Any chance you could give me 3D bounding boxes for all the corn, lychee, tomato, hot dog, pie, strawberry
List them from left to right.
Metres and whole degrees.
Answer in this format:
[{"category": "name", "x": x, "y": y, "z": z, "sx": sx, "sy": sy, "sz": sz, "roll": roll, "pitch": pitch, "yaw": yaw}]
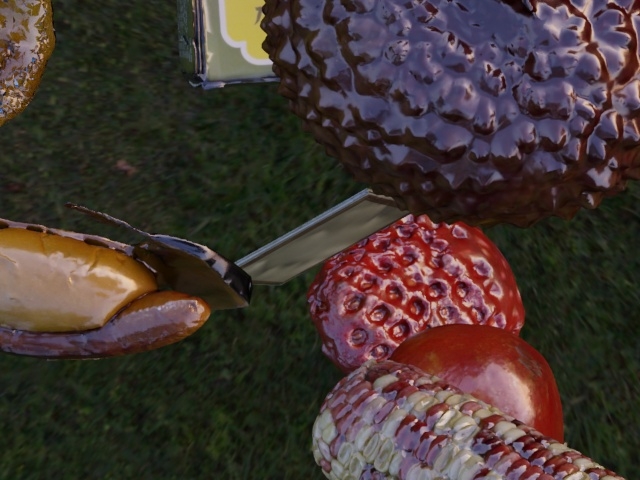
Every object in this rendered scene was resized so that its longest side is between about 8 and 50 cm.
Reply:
[{"category": "pie", "x": -0.426, "y": -0.228, "z": 1.376, "sx": 0.273, "sy": 0.069, "sz": 0.273, "roll": -5, "pitch": 105, "yaw": -19}, {"category": "hot dog", "x": -0.243, "y": 0.053, "z": 1.140, "sx": 0.326, "sy": 0.194, "sz": 0.107, "roll": 1, "pitch": 66, "yaw": 20}, {"category": "strawberry", "x": 0.123, "y": 0.093, "z": 1.756, "sx": 0.295, "sy": 0.345, "sz": 0.317, "roll": -7, "pitch": 89, "yaw": 25}, {"category": "lychee", "x": 0.098, "y": -0.138, "z": 0.769, "sx": 0.276, "sy": 0.304, "sz": 0.275, "roll": 0, "pitch": 84, "yaw": 5}, {"category": "tomato", "x": 0.187, "y": 0.177, "z": 1.334, "sx": 0.233, "sy": 0.200, "sz": 0.139, "roll": 43, "pitch": 121, "yaw": 4}, {"category": "corn", "x": 0.119, "y": 0.160, "z": 0.737, "sx": 0.290, "sy": 0.098, "sz": 0.098, "roll": 26, "pitch": 100, "yaw": 34}]

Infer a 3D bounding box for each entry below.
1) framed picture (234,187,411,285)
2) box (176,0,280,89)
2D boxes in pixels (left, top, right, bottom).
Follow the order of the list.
[{"category": "framed picture", "x": 0.000, "y": 0.000, "z": 1.496, "sx": 0.231, "sy": 0.173, "sz": 0.010, "roll": -29, "pitch": 74, "yaw": 21}, {"category": "box", "x": 0.039, "y": -0.369, "z": 1.219, "sx": 0.373, "sy": 0.138, "sz": 0.420, "roll": -5, "pitch": 101, "yaw": -13}]
